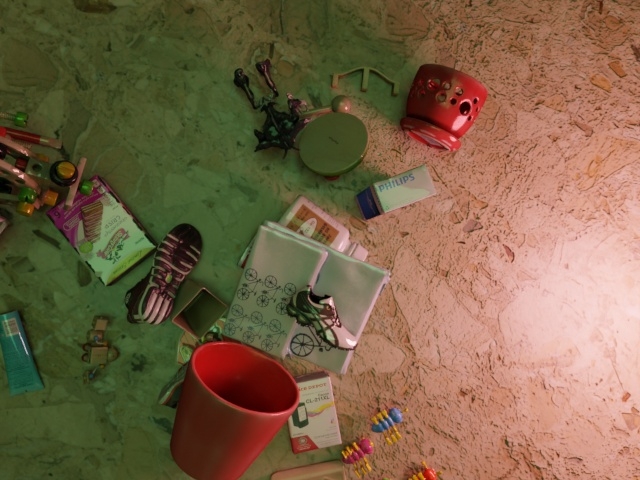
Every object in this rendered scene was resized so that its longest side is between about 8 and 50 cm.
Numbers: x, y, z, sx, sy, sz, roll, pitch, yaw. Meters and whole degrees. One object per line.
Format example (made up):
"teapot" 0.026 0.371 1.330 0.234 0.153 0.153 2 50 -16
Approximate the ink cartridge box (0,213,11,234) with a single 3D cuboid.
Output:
"ink cartridge box" -0.838 -0.043 1.387 0.143 0.090 0.092 36 85 -5

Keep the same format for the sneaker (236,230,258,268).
"sneaker" -0.158 0.029 1.482 0.067 0.042 0.118 31 93 0

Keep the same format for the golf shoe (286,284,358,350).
"golf shoe" 0.018 0.184 1.360 0.198 0.077 0.094 34 104 -7

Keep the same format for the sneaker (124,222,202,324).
"sneaker" -0.410 0.085 1.428 0.106 0.162 0.281 43 49 -30

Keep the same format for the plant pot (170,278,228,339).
"plant pot" -0.315 0.159 1.422 0.109 0.096 0.109 -47 134 -6

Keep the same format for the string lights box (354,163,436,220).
"string lights box" 0.176 -0.113 1.414 0.133 0.260 0.076 -21 90 -6

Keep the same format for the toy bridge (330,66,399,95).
"toy bridge" 0.119 -0.431 1.536 0.188 0.026 0.063 7 85 -6

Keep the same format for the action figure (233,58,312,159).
"action figure" -0.111 -0.314 1.437 0.164 0.141 0.275 -29 74 14

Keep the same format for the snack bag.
"snack bag" -0.040 0.156 1.413 0.342 0.037 0.323 23 105 0

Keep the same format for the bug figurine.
"bug figurine" 0.176 0.570 1.485 0.216 0.072 0.279 -29 96 0

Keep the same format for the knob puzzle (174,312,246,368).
"knob puzzle" -0.284 0.275 1.466 0.213 0.030 0.213 0 88 -6

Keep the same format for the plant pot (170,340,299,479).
"plant pot" -0.219 0.414 1.352 0.275 0.275 0.243 25 105 -5

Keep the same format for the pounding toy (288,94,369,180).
"pounding toy" 0.036 -0.247 1.498 0.183 0.110 0.237 -22 61 4

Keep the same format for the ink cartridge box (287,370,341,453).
"ink cartridge box" -0.026 0.436 1.467 0.127 0.072 0.175 -11 90 -6

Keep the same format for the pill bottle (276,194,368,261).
"pill bottle" 0.000 0.000 1.455 0.229 0.131 0.131 37 85 -4

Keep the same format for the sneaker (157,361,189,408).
"sneaker" -0.338 0.362 1.440 0.065 0.061 0.158 39 108 -22

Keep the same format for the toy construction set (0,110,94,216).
"toy construction set" -0.651 -0.159 1.337 0.237 0.309 0.257 12 131 -21

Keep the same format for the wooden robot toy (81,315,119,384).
"wooden robot toy" -0.544 0.274 1.433 0.079 0.076 0.173 9 86 -41

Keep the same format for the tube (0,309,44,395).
"tube" -0.746 0.276 1.410 0.080 0.052 0.207 -12 95 -2

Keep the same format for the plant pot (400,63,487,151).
"plant pot" 0.306 -0.335 1.477 0.191 0.191 0.174 25 94 -5

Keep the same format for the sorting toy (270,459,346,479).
"sorting toy" -0.020 0.688 1.480 0.193 0.038 0.208 -9 85 -6

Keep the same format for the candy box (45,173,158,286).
"candy box" -0.538 -0.024 1.429 0.159 0.071 0.233 -40 93 -6
